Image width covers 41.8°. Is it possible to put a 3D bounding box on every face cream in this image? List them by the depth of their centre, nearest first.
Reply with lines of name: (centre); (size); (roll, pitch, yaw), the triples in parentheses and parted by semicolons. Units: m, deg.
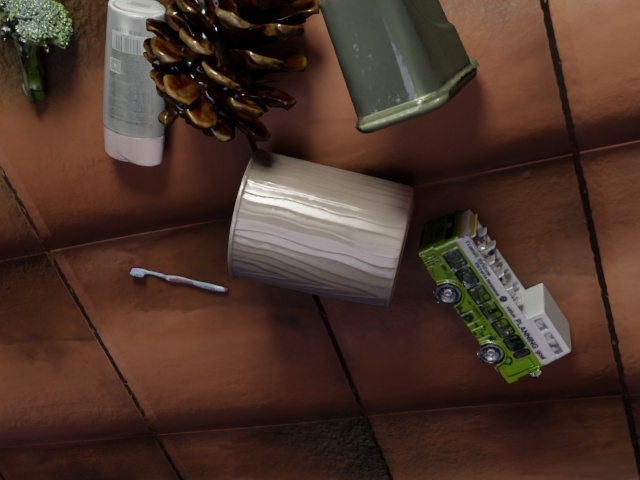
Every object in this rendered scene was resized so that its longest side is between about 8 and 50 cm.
face cream: (-0.298, -0.249, 1.342); (0.107, 0.073, 0.269); (17, 126, 10)

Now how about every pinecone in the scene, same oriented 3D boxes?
pinecone: (-0.121, -0.277, 1.187); (0.244, 0.244, 0.309); (35, 114, -10)

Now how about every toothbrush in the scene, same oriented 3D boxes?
toothbrush: (-0.268, 0.076, 1.590); (0.193, 0.019, 0.013); (10, 125, 6)

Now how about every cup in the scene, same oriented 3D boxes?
cup: (-0.004, 0.010, 1.355); (0.273, 0.208, 0.288); (12, 124, 5)

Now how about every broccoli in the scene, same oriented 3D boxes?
broccoli: (-0.462, -0.305, 1.345); (0.122, 0.118, 0.204); (-2, 146, -19)

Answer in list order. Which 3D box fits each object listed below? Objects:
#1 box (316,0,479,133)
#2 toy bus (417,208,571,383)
box: (0.109, -0.265, 1.118); (0.138, 0.274, 0.178); (-17, 104, 24)
toy bus: (0.287, 0.090, 1.394); (0.139, 0.113, 0.301); (-29, 111, 26)
